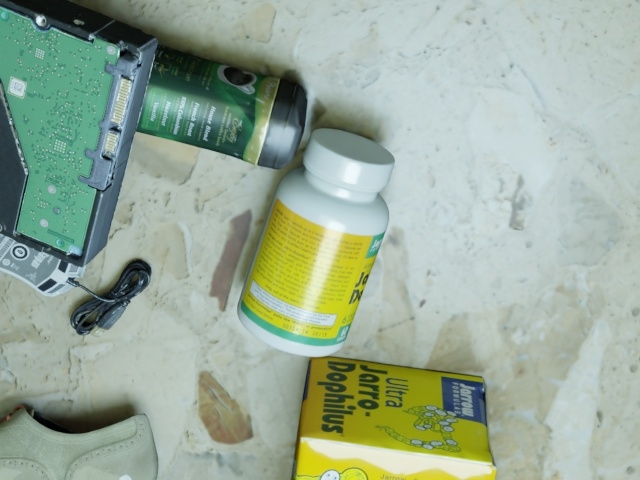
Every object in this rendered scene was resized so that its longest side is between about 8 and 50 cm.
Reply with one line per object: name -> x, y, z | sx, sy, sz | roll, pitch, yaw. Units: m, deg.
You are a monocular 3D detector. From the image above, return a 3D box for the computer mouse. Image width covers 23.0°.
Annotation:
computer mouse -> -0.278, 0.018, 1.626 | 0.193, 0.042, 0.106 | 36, 113, -17

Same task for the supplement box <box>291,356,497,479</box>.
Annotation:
supplement box -> 0.056, 0.329, 1.648 | 0.195, 0.194, 0.357 | 8, 111, 0

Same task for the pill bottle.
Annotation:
pill bottle -> 0.000, 0.000, 1.565 | 0.117, 0.117, 0.208 | 18, 110, -4

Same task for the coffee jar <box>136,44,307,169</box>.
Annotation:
coffee jar -> -0.105, -0.130, 1.532 | 0.184, 0.096, 0.079 | 15, 116, -2

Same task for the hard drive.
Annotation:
hard drive -> -0.338, -0.143, 1.494 | 0.339, 0.064, 0.237 | 22, 118, 9

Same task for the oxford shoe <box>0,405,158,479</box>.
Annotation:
oxford shoe -> -0.339, 0.244, 1.696 | 0.348, 0.123, 0.130 | -2, 85, 5
